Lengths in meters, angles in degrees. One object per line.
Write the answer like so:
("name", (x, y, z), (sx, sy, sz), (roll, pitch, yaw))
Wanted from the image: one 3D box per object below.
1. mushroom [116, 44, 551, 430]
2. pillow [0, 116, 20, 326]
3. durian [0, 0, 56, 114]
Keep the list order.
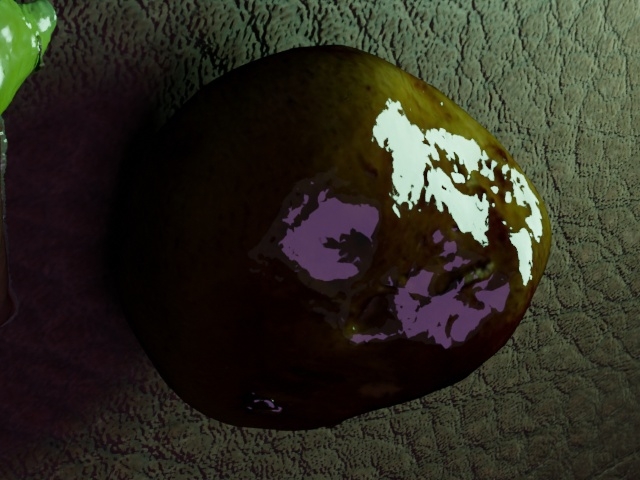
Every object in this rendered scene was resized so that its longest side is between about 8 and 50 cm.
("mushroom", (0.000, 0.000, 1.101), (0.345, 0.259, 0.345), (-6, 123, -10))
("pillow", (-0.272, 0.018, 0.902), (0.171, 0.075, 0.179), (-24, 138, -32))
("durian", (-0.260, -0.100, 0.787), (0.250, 0.101, 0.139), (8, 115, -50))
